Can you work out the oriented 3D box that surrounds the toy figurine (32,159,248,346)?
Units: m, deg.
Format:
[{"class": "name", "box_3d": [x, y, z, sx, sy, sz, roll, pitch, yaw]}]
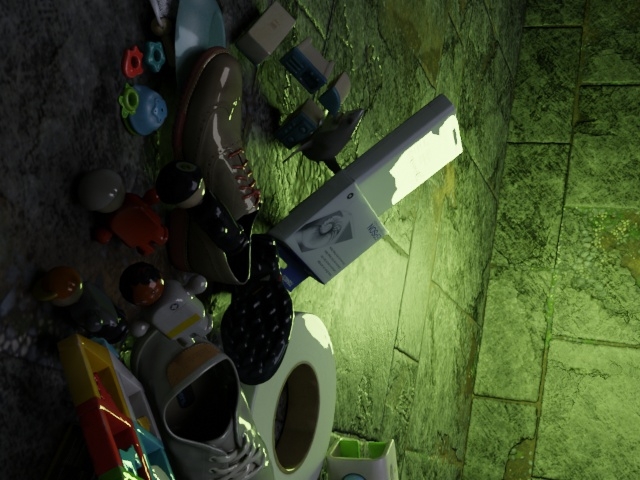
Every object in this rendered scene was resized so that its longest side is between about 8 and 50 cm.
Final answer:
[{"class": "toy figurine", "box_3d": [-0.217, 0.015, 1.066, 0.148, 0.213, 0.209, 52, 50, -45]}]

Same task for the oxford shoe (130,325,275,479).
[{"class": "oxford shoe", "box_3d": [-0.153, 0.311, 1.313, 0.169, 0.130, 0.449, -36, 129, -27]}]

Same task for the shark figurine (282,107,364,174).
[{"class": "shark figurine", "box_3d": [0.014, -0.170, 1.666, 0.116, 0.166, 0.278, 48, -1, -10]}]

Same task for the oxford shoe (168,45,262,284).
[{"class": "oxford shoe", "box_3d": [-0.130, -0.099, 1.263, 0.123, 0.130, 0.348, -33, 136, -50]}]

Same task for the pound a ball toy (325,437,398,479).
[{"class": "pound a ball toy", "box_3d": [0.055, 0.576, 1.822, 0.136, 0.208, 0.319, -40, 126, -68]}]

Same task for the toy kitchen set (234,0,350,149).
[{"class": "toy kitchen set", "box_3d": [-0.075, -0.268, 1.529, 0.207, 0.166, 0.122, 44, 43, -14]}]

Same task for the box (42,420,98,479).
[{"class": "box", "box_3d": [-0.297, 0.432, 1.124, 0.257, 0.079, 0.321, 62, 40, -49]}]

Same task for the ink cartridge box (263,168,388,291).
[{"class": "ink cartridge box", "box_3d": [0.000, 0.000, 1.600, 0.224, 0.045, 0.223, -39, 149, 2]}]

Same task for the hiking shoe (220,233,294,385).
[{"class": "hiking shoe", "box_3d": [-0.092, 0.123, 1.409, 0.304, 0.113, 0.132, -92, 176, -49]}]

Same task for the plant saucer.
[{"class": "plant saucer", "box_3d": [-0.166, -0.280, 1.274, 0.195, 0.038, 0.194, 4, 90, -84]}]

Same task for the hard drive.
[{"class": "hard drive", "box_3d": [0.114, -0.115, 1.692, 0.353, 0.047, 0.233, -38, 160, 0]}]

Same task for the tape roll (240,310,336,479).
[{"class": "tape roll", "box_3d": [-0.074, 0.321, 1.631, 0.392, 0.072, 0.391, 5, 90, -68]}]

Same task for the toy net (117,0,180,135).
[{"class": "toy net", "box_3d": [-0.234, -0.262, 1.185, 0.122, 0.045, 0.232, 26, 69, -63]}]

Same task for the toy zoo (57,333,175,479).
[{"class": "toy zoo", "box_3d": [-0.237, 0.234, 1.071, 0.293, 0.030, 0.192, 62, 0, 31]}]
